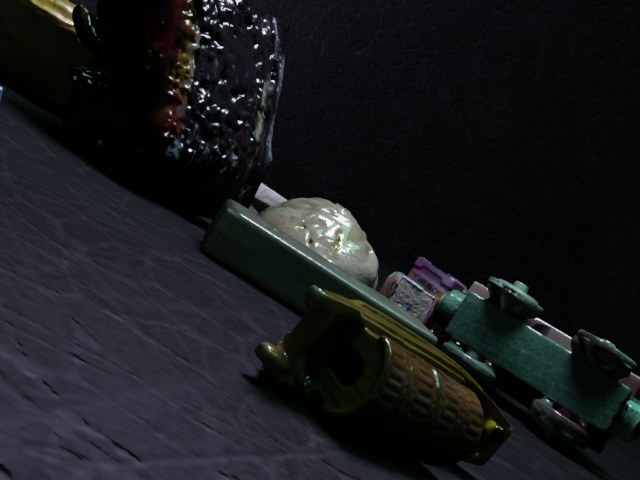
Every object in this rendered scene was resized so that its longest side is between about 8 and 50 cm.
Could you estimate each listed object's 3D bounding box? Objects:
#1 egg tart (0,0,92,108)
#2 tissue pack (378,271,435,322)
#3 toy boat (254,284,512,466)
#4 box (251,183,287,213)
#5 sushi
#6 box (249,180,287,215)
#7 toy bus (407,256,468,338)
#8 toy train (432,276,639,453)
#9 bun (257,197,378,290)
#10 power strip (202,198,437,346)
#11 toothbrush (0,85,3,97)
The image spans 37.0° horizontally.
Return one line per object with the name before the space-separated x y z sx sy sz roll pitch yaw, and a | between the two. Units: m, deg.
egg tart | -0.364 -0.261 1.240 0.319 0.128 0.319 33 2 -1
tissue pack | 0.105 0.084 1.245 0.059 0.074 0.094 31 0 -5
toy boat | 0.052 0.096 0.592 0.226 0.068 0.088 35 6 -41
box | -0.044 -0.022 1.393 0.109 0.029 0.198 34 -9 22
sushi | -0.165 -0.173 1.033 0.215 0.227 0.212 29 7 29
box | -0.216 -0.139 1.497 0.353 0.069 0.214 34 2 -36
toy bus | 0.221 0.120 1.527 0.090 0.112 0.274 36 4 39
toy train | 0.292 0.170 1.279 0.304 0.150 0.221 33 -4 23
bun | 0.000 0.000 1.199 0.183 0.102 0.183 31 3 -2
power strip | 0.019 0.060 0.916 0.288 0.053 0.093 32 3 -11
toothbrush | -0.360 -0.168 0.753 0.386 0.040 0.040 31 1 33
